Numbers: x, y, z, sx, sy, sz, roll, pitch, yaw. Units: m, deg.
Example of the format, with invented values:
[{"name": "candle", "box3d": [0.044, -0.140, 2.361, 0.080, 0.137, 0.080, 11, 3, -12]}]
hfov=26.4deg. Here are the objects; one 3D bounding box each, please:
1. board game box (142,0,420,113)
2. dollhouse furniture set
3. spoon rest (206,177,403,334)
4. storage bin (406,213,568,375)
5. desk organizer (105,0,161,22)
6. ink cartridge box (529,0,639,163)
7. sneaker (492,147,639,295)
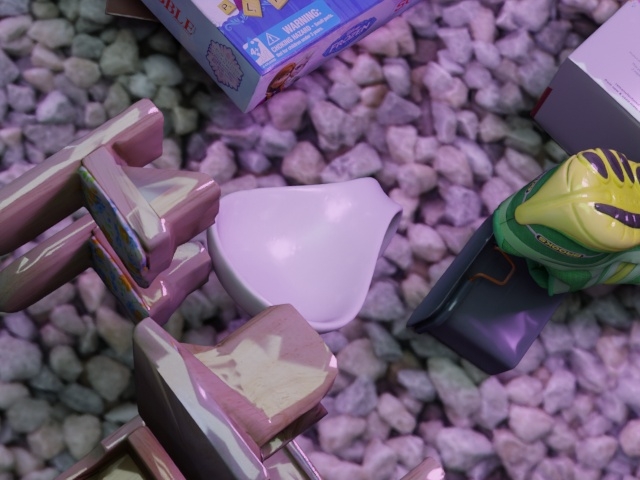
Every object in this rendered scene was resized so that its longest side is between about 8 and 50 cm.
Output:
[{"name": "board game box", "box3d": [-0.054, -0.316, 1.268, 0.318, 0.066, 0.318, -37, 79, -32]}, {"name": "dollhouse furniture set", "box3d": [-0.117, 0.176, 0.952, 0.256, 0.394, 0.362, -35, 78, -16]}, {"name": "spoon rest", "box3d": [0.000, 0.000, 1.102, 0.137, 0.276, 0.084, 45, 114, 8]}, {"name": "storage bin", "box3d": [0.158, 0.048, 1.196, 0.091, 0.098, 0.135, 39, 71, -4]}, {"name": "desk organizer", "box3d": [-0.134, -0.215, 1.271, 0.130, 0.047, 0.050, 8, 73, -4]}, {"name": "ink cartridge box", "box3d": [0.310, -0.152, 1.259, 0.176, 0.128, 0.127, -41, 80, -19]}, {"name": "sneaker", "box3d": [0.236, -0.011, 1.153, 0.123, 0.295, 0.110, -17, 70, 30]}]
